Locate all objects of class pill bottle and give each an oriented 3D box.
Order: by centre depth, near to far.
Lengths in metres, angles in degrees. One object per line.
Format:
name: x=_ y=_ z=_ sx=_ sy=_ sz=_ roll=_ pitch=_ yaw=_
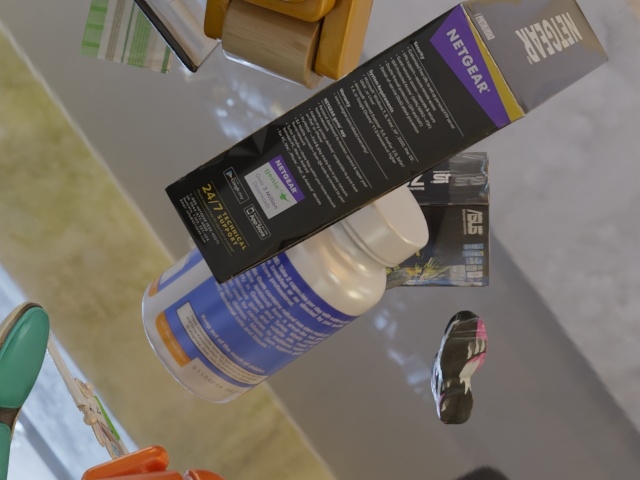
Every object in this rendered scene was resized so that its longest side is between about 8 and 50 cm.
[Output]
pill bottle: x=-0.032 y=0.032 z=1.130 sx=0.272 sy=0.152 sz=0.152 roll=-35 pitch=-88 yaw=22

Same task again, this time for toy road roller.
toy road roller: x=-0.058 y=-0.338 z=1.425 sx=0.203 sy=0.240 sz=0.329 roll=22 pitch=-56 yaw=16

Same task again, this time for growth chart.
growth chart: x=-0.285 y=0.207 z=1.417 sx=0.172 sy=0.021 sz=0.237 roll=53 pitch=-12 yaw=25

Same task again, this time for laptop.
laptop: x=-0.195 y=-0.485 z=1.595 sx=0.236 sy=0.382 sz=0.408 roll=-35 pitch=-77 yaw=11

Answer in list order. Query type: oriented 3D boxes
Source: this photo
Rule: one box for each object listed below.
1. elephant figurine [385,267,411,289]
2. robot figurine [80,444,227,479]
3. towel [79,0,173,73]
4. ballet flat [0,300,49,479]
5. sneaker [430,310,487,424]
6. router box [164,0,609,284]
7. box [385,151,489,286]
elephant figurine: x=0.000 y=0.000 z=1.623 sx=0.186 sy=0.239 sz=0.169 roll=29 pitch=-60 yaw=-18
robot figurine: x=-0.153 y=0.260 z=0.975 sx=0.158 sy=0.220 sz=0.128 roll=-151 pitch=-119 yaw=-67
towel: x=-0.306 y=-0.338 z=1.861 sx=0.152 sy=0.113 sz=0.023 roll=12 pitch=-6 yaw=3
ballet flat: x=-0.360 y=0.180 z=1.216 sx=0.086 sy=0.248 sz=0.086 roll=11 pitch=-17 yaw=3
sneaker: x=0.190 y=0.179 z=1.687 sx=0.077 sy=0.072 sz=0.178 roll=-122 pitch=-141 yaw=-60
router box: x=0.064 y=-0.090 z=0.845 sx=0.243 sy=0.309 sz=0.081 roll=-29 pitch=-88 yaw=27
box: x=0.115 y=-0.023 z=1.859 sx=0.318 sy=0.097 sz=0.395 roll=-2 pitch=-21 yaw=7
